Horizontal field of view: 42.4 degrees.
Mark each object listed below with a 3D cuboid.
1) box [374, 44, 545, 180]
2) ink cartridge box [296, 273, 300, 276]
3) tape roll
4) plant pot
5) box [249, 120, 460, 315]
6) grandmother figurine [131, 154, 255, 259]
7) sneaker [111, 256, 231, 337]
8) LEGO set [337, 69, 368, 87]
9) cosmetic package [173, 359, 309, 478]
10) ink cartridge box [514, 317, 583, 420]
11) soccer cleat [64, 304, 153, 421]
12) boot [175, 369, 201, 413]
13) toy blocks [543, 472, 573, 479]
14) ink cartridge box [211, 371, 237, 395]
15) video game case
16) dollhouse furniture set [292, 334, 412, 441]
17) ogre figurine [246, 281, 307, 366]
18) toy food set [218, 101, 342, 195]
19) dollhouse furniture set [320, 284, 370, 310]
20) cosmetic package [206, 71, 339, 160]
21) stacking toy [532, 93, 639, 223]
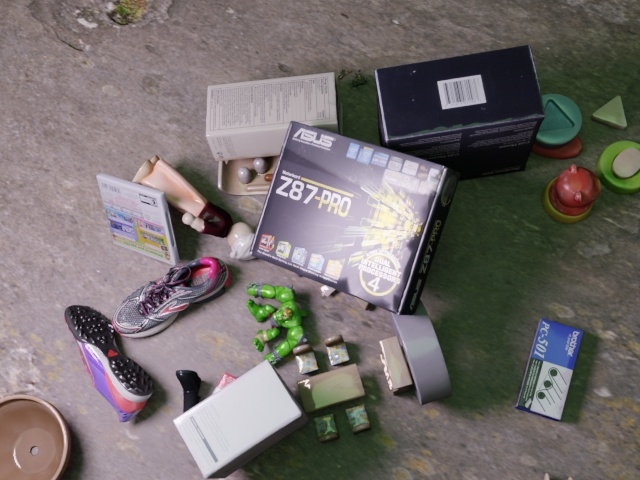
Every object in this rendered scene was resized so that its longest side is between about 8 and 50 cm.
[{"bbox_3d":[0.306,-0.270,1.888,0.343,0.312,0.179,-8,72,3],"label":"box"},{"bbox_3d":[0.000,0.000,1.942,0.181,0.104,0.061,-35,72,-5],"label":"ink cartridge box"},{"bbox_3d":[0.216,0.241,1.785,0.072,0.219,0.219,-17,72,0],"label":"tape roll"},{"bbox_3d":[-0.666,0.473,1.859,0.237,0.110,0.237,-2,72,6],"label":"plant pot"},{"bbox_3d":[0.066,-0.053,1.762,0.395,0.097,0.318,22,95,29],"label":"box"},{"bbox_3d":[-0.279,-0.068,1.951,0.342,0.208,0.104,35,113,-6],"label":"grandmother figurine"},{"bbox_3d":[-0.360,0.121,1.937,0.299,0.112,0.121,-31,73,-3],"label":"sneaker"},{"bbox_3d":[0.086,-0.414,2.110,0.083,0.023,0.054,36,77,28],"label":"LEGO set"},{"bbox_3d":[-0.156,0.372,1.702,0.225,0.224,0.138,-31,75,-6],"label":"cosmetic package"},{"bbox_3d":[0.508,0.286,1.832,0.097,0.046,0.207,17,75,10],"label":"ink cartridge box"},{"bbox_3d":[-0.510,0.280,1.914,0.318,0.109,0.116,44,118,25],"label":"soccer cleat"},{"bbox_3d":[-0.297,0.351,1.858,0.045,0.121,0.099,-3,66,7],"label":"boot"},{"bbox_3d":[0.544,0.564,1.737,0.148,0.054,0.123,7,73,8],"label":"toy blocks"},{"bbox_3d":[-0.198,0.405,1.852,0.127,0.072,0.175,25,77,11],"label":"ink cartridge box"},{"bbox_3d":[-0.429,-0.051,1.938,0.212,0.193,0.023,17,39,31],"label":"video game case"},{"bbox_3d":[0.071,0.307,1.809,0.242,0.161,0.212,-17,72,0],"label":"dollhouse furniture set"},{"bbox_3d":[-0.099,0.181,1.906,0.118,0.097,0.197,-21,55,18],"label":"ogre figurine"},{"bbox_3d":[-0.096,-0.231,2.031,0.306,0.092,0.219,-1,73,5],"label":"toy food set"},{"bbox_3d":[0.051,0.131,1.916,0.081,0.091,0.114,-40,76,9],"label":"dollhouse furniture set"},{"bbox_3d":[-0.110,-0.294,1.964,0.309,0.113,0.160,-4,61,4],"label":"cosmetic package"},{"bbox_3d":[0.634,-0.224,1.935,0.279,0.130,0.309,-17,72,1],"label":"stacking toy"}]
